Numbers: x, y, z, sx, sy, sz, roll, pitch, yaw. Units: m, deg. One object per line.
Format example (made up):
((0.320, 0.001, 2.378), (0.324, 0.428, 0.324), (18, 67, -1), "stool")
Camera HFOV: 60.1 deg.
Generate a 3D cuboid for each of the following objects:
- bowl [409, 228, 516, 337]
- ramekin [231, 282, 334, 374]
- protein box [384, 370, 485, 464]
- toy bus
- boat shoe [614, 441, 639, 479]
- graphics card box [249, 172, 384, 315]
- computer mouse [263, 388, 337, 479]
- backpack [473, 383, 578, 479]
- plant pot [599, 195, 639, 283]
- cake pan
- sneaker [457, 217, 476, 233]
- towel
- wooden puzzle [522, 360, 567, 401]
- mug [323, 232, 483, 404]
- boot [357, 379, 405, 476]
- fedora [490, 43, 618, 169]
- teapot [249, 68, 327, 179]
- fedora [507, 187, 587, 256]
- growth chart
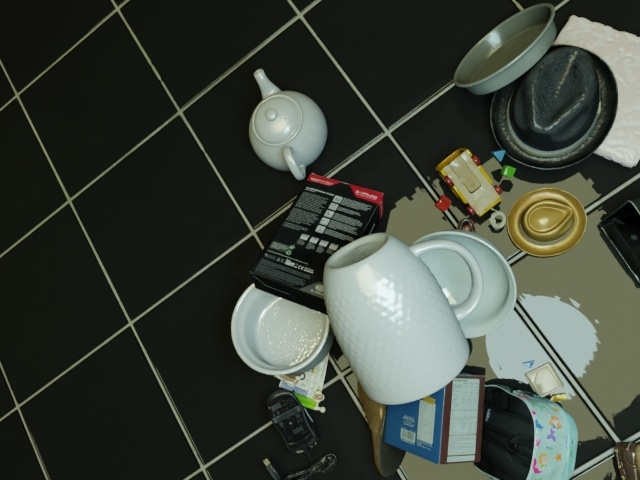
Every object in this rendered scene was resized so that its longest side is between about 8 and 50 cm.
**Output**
((0.353, 0.088, 1.399), (0.297, 0.134, 0.298), (13, 120, 24), "bowl")
((-0.093, 0.237, 1.517), (0.277, 0.135, 0.277), (-6, 67, 14), "ramekin")
((0.275, 0.412, 1.348), (0.199, 0.135, 0.201), (-5, 76, 58), "protein box")
((0.398, -0.148, 1.467), (0.190, 0.104, 0.202), (6, 103, -3), "toy bus")
((0.732, 0.571, 1.273), (0.073, 0.073, 0.207), (-22, 68, 51), "boat shoe")
((0.000, 0.000, 1.492), (0.232, 0.094, 0.371), (18, 57, 18), "graphics card box")
((-0.090, 0.544, 1.523), (0.184, 0.060, 0.262), (-33, 89, 5), "computer mouse")
((0.472, 0.459, 1.269), (0.191, 0.253, 0.225), (11, 83, -5), "backpack")
((0.809, -0.024, 1.293), (0.166, 0.188, 0.188), (-27, 74, -2), "plant pot")
((0.481, -0.489, 1.434), (0.293, 0.293, 0.054), (-45, 112, 6), "cake pan")
((0.392, 0.014, 1.463), (0.061, 0.065, 0.158), (-16, 77, 14), "sneaker")
((0.725, -0.392, 1.435), (0.331, 0.053, 0.317), (30, 90, 20), "towel")
((0.561, 0.352, 1.385), (0.078, 0.014, 0.116), (-23, 75, 8), "wooden puzzle")
((0.197, 0.140, 1.282), (0.374, 0.276, 0.328), (-27, 105, 4), "mug")
((0.161, 0.459, 1.462), (0.115, 0.112, 0.306), (-5, 83, 47), "boot")
((0.578, -0.352, 1.366), (0.333, 0.152, 0.334), (-3, 80, 17), "fedora")
((-0.108, -0.327, 1.609), (0.256, 0.187, 0.253), (24, 89, 18), "teapot")
((0.579, -0.053, 1.411), (0.194, 0.079, 0.195), (-3, 80, 16), "fedora")
((-0.054, 0.353, 1.569), (0.171, 0.021, 0.238), (4, 82, 19), "growth chart")
